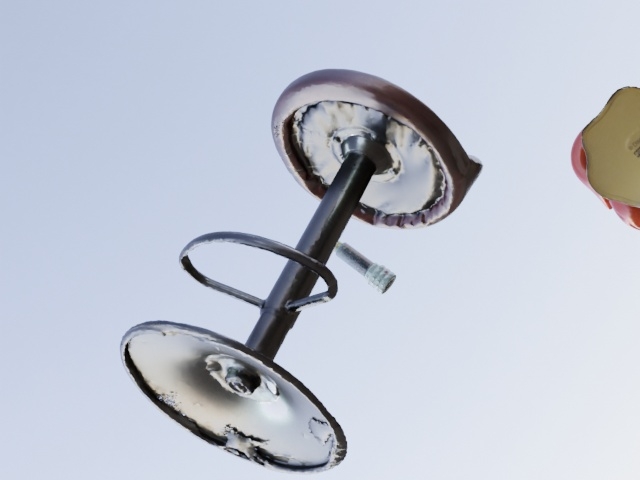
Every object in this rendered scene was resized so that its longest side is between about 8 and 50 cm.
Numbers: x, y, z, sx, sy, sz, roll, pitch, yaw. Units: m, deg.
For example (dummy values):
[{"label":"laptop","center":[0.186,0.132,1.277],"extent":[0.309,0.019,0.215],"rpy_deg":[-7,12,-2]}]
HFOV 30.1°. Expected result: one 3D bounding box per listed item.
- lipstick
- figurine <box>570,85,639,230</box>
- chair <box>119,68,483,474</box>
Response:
[{"label":"lipstick","center":[0.056,0.031,1.743],"extent":[0.037,0.116,0.037],"rpy_deg":[-46,-19,-21]},{"label":"figurine","center":[0.450,-0.103,1.661],"extent":[0.257,0.208,0.180],"rpy_deg":[11,-94,-76]},{"label":"chair","center":[0.000,0.000,1.155],"extent":[0.226,0.227,0.401],"rpy_deg":[79,-147,-50]}]
